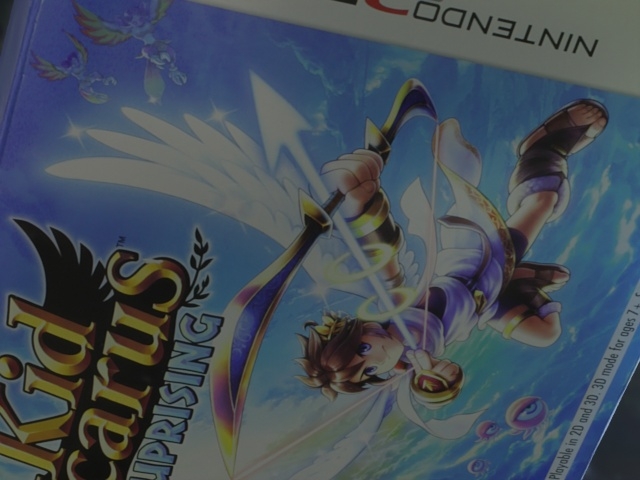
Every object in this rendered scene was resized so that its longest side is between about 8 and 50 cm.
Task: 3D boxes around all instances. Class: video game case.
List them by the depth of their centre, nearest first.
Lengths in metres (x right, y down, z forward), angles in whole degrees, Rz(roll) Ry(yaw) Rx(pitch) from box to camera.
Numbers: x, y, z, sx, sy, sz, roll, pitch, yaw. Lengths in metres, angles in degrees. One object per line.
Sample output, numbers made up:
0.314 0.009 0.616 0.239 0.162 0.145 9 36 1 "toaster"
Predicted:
0.000 0.000 0.687 0.061 0.244 0.269 -100 -155 -55 "video game case"
